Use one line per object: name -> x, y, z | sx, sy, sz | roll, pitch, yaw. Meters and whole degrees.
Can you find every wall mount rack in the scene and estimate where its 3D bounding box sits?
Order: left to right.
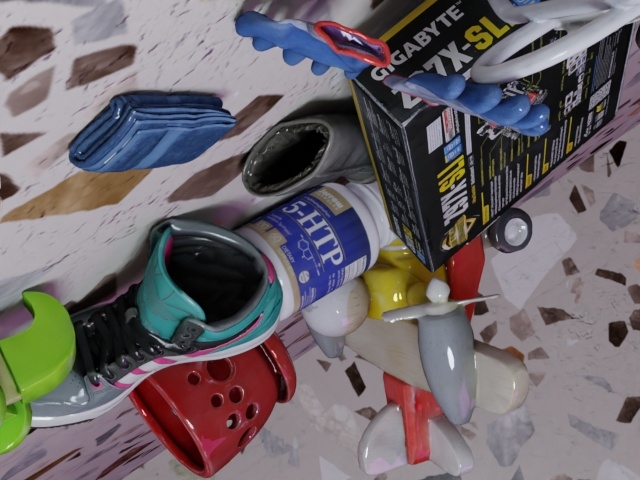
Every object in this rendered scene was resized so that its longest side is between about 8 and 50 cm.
wall mount rack -> 0.232, -0.227, 0.592 | 0.350, 0.130, 0.304 | -33, -166, -10

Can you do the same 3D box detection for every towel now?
towel -> -0.112, -0.071, 0.691 | 0.067, 0.029, 0.119 | -39, 169, 27

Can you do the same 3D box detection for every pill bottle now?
pill bottle -> 0.000, 0.000, 1.126 | 0.187, 0.112, 0.112 | -30, 169, -27

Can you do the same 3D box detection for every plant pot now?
plant pot -> -0.136, 0.177, 1.291 | 0.174, 0.191, 0.191 | -36, 171, -23

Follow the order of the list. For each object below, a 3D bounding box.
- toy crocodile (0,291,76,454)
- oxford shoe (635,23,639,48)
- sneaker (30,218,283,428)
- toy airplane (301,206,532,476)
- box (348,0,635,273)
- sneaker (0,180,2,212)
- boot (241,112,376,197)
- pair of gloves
toy crocodile -> -0.350, 0.158, 0.826 | 0.341, 0.105, 0.115 | -29, 168, -8
oxford shoe -> 0.333, -0.275, 0.844 | 0.271, 0.098, 0.097 | -60, -171, 22
sneaker -> -0.164, 0.073, 0.933 | 0.296, 0.123, 0.178 | -21, 157, -20
toy airplane -> 0.091, 0.112, 1.282 | 0.272, 0.384, 0.386 | 10, 139, -28
box -> 0.161, -0.128, 0.900 | 0.257, 0.079, 0.322 | -39, 157, -5
sneaker -> -0.243, 0.015, 0.551 | 0.083, 0.084, 0.215 | -21, 154, -44
boot -> 0.043, -0.106, 0.941 | 0.190, 0.076, 0.208 | -41, 161, 22
pair of gloves -> 0.046, -0.102, 0.638 | 0.023, 0.198, 0.159 | -71, -159, 5
